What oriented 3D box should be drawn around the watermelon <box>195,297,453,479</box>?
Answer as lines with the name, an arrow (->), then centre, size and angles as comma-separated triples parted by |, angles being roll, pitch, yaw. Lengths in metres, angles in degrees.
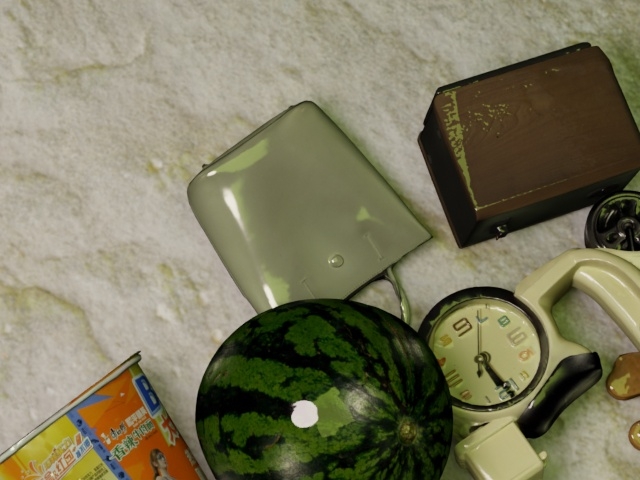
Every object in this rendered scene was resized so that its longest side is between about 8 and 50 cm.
watermelon -> 0.008, 0.202, 1.806 | 0.285, 0.285, 0.285 | 1, 75, -4

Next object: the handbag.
handbag -> 0.000, 0.000, 1.948 | 0.241, 0.109, 0.315 | -36, 84, -12

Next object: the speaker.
speaker -> 0.259, -0.115, 1.970 | 0.230, 0.153, 0.193 | -19, 77, -9

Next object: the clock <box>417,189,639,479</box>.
clock -> 0.301, 0.128, 1.919 | 0.379, 0.120, 0.276 | -31, 68, -4

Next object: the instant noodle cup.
instant noodle cup -> -0.250, 0.292, 1.769 | 0.296, 0.296, 0.214 | -39, 89, -13

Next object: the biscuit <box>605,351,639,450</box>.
biscuit -> 0.477, 0.179, 1.973 | 0.236, 0.040, 0.144 | -19, 83, -7
